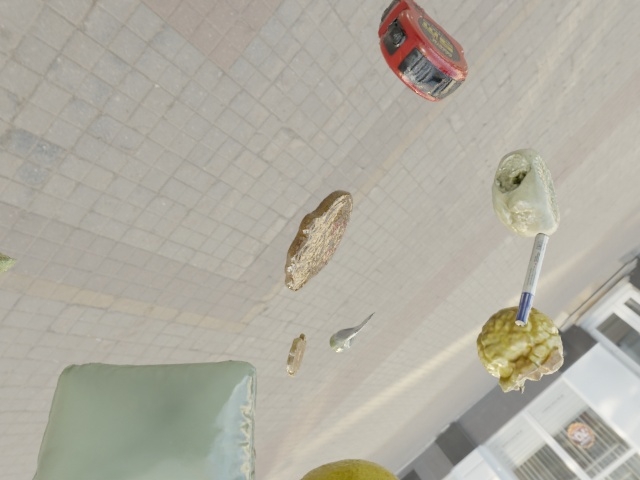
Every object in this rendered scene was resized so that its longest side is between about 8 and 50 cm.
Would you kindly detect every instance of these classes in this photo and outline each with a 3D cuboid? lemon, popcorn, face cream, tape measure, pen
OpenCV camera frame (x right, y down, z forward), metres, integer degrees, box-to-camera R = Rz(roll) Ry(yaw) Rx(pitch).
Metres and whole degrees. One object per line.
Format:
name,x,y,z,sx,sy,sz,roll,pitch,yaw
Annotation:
lemon,0.058,0.602,0.919,0.319,0.246,0.245,-7,141,-1
popcorn,0.420,0.229,0.916,0.179,0.170,0.180,-25,173,-3
face cream,0.108,0.322,1.490,0.114,0.070,0.224,-39,173,-40
tape measure,0.254,-0.475,1.092,0.253,0.261,0.114,31,134,-19
pen,0.399,0.070,0.813,0.204,0.025,0.025,-61,156,-28

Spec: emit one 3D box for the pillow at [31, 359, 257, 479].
pillow,-0.261,0.313,0.665,0.321,0.256,0.120,1,148,-8

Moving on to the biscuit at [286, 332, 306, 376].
biscuit,-0.094,0.429,1.616,0.225,0.036,0.166,61,45,-76

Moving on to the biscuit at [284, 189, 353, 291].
biscuit,0.002,0.001,1.135,0.257,0.049,0.273,-39,152,-43

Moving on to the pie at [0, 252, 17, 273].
pie,-0.779,0.055,0.904,0.200,0.248,0.090,7,94,-10

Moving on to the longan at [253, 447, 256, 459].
longan,-0.258,0.690,1.370,0.106,0.106,0.119,13,107,-51

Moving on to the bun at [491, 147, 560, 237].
bun,0.442,-0.103,0.953,0.127,0.179,0.193,-13,139,35
